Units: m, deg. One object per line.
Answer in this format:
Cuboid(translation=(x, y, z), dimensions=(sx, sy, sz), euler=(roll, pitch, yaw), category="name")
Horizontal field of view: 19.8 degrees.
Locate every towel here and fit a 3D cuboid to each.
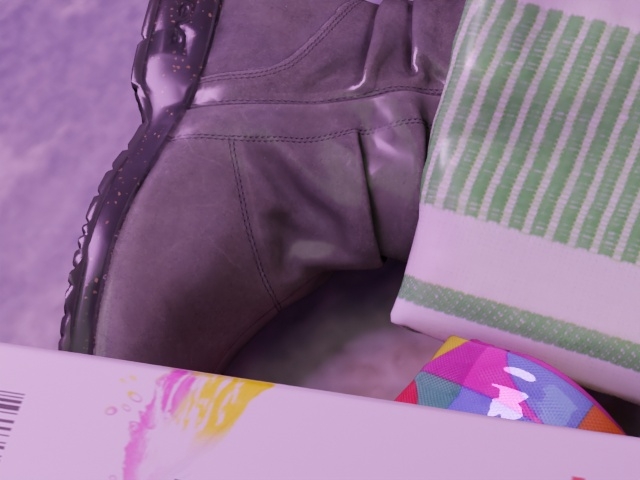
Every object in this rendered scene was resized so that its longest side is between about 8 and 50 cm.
Cuboid(translation=(0.173, -0.092, 0.603), dimensions=(0.248, 0.038, 0.325), euler=(17, 96, 17), category="towel")

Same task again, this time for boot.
Cuboid(translation=(0.000, 0.000, 0.684), dimensions=(0.161, 0.083, 0.246), euler=(7, 66, 10), category="boot")

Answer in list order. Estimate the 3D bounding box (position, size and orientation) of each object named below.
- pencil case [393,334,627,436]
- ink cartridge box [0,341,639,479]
Cuboid(translation=(0.020, 0.140, 0.580), dimensions=(0.104, 0.104, 0.236), euler=(33, 74, 30), category="pencil case")
Cuboid(translation=(-0.014, 0.146, 0.431), dimensions=(0.353, 0.119, 0.207), euler=(8, 47, 6), category="ink cartridge box")
